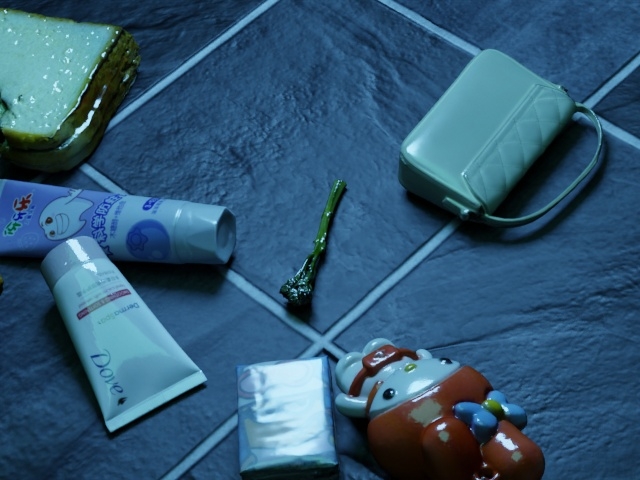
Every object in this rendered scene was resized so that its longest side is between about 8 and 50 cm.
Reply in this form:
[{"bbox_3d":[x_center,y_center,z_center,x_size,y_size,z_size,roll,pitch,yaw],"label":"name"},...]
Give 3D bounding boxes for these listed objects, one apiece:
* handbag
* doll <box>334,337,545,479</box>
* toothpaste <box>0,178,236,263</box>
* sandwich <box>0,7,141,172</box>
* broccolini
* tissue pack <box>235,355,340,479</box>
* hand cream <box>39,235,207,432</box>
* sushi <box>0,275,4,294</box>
[{"bbox_3d":[0.243,-0.120,2.100,0.219,0.079,0.256,32,61,17],"label":"handbag"},{"bbox_3d":[0.129,0.204,1.807,0.161,0.130,0.290,-25,36,-24],"label":"doll"},{"bbox_3d":[-0.293,-0.017,2.108,0.371,0.080,0.125,4,59,21],"label":"toothpaste"},{"bbox_3d":[-0.421,-0.213,2.265,0.273,0.095,0.249,11,53,18],"label":"sandwich"},{"bbox_3d":[0.000,-0.001,2.058,0.044,0.042,0.218,11,52,16],"label":"broccolini"},{"bbox_3d":[-0.038,0.215,1.868,0.116,0.065,0.155,-5,49,2],"label":"tissue pack"},{"bbox_3d":[-0.261,0.112,1.988,0.133,0.083,0.248,-31,64,-13],"label":"hand cream"},{"bbox_3d":[-0.503,0.096,1.996,0.140,0.149,0.287,35,84,-1],"label":"sushi"}]
